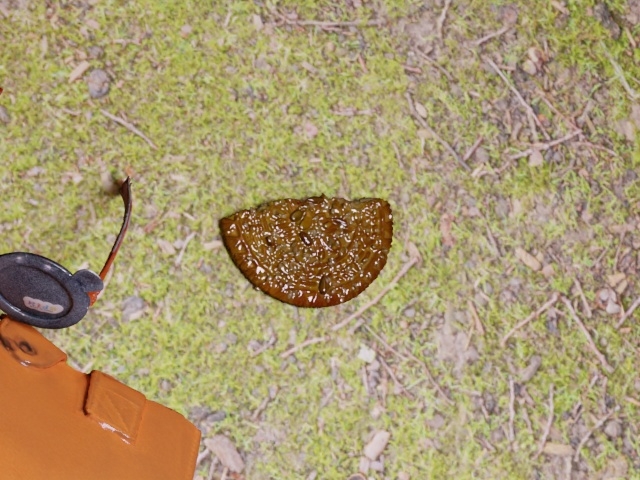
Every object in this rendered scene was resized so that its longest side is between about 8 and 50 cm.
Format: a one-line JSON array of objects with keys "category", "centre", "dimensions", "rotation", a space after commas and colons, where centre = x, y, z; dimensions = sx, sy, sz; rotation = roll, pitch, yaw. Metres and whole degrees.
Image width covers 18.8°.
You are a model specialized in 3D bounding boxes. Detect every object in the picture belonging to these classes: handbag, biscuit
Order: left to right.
[{"category": "handbag", "centre": [-0.313, 0.175, 1.792], "dimensions": [0.410, 0.116, 0.303], "rotation": [33, 27, -14]}, {"category": "biscuit", "centre": [-0.004, 0.012, 2.112], "dimensions": [0.206, 0.025, 0.126], "rotation": [-8, 78, -26]}]

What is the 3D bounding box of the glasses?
[{"category": "glasses", "centre": [-0.288, -0.059, 1.903], "dimensions": [0.234, 0.118, 0.268], "rotation": [33, 41, -8]}]
